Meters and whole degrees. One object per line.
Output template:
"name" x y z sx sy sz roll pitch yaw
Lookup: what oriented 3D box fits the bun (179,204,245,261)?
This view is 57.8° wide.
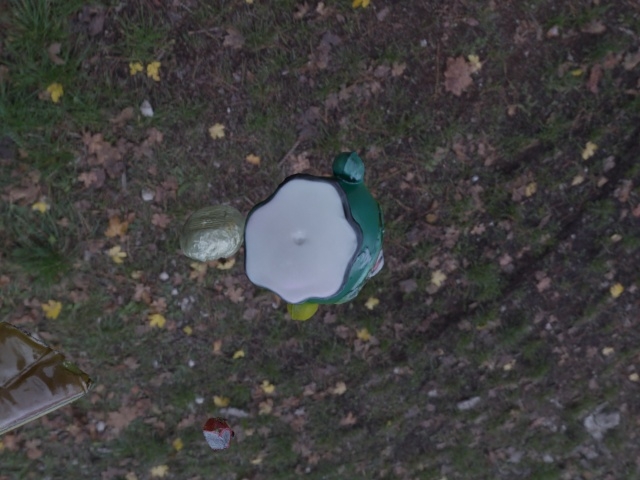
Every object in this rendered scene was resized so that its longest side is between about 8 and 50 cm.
"bun" -0.262 -0.011 1.418 0.164 0.188 0.111 -7 117 -3

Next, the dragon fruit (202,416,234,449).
"dragon fruit" -0.235 0.447 1.358 0.056 0.060 0.083 -5 125 18

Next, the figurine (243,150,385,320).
"figurine" 0.000 0.000 1.021 0.324 0.231 0.340 -66 169 1

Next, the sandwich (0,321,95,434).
"sandwich" -0.557 0.289 1.075 0.220 0.186 0.108 39 137 -21
